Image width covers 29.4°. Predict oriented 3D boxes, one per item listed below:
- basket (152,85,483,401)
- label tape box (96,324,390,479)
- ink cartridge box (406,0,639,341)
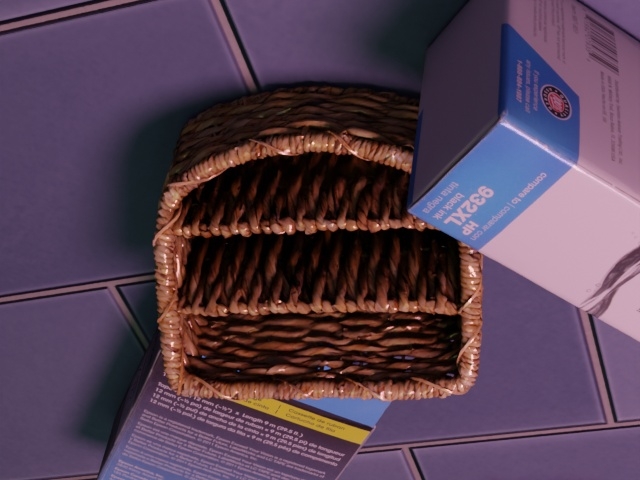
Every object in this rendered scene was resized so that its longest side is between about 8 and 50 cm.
[{"bbox_3d":[0.000,0.000,1.120,0.299,0.223,0.214,0,133,10],"label":"basket"},{"bbox_3d":[-0.086,0.190,1.391,0.249,0.115,0.348,21,130,-11],"label":"label tape box"},{"bbox_3d":[0.239,-0.061,1.021,0.307,0.223,0.129,28,132,-17],"label":"ink cartridge box"}]
